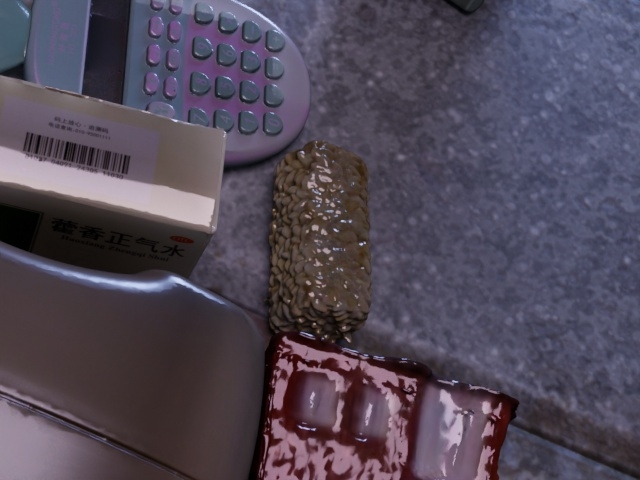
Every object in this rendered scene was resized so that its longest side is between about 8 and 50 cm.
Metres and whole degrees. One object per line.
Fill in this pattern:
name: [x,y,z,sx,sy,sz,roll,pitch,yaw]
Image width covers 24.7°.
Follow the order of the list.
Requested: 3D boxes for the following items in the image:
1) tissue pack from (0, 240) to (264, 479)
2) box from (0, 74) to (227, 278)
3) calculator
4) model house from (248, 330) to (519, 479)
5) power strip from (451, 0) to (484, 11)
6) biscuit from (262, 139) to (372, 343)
tissue pack: [-0.246,0.132,0.933,0.387,0.267,0.277,22,56,-9]
box: [-0.193,-0.032,1.093,0.212,0.168,0.095,13,59,-13]
calculator: [-0.151,-0.149,1.242,0.298,0.041,0.185,9,62,-17]
model house: [0.019,0.224,1.047,0.196,0.160,0.254,18,62,-10]
power strip: [0.153,-0.345,1.339,0.140,0.224,0.139,35,58,0]
biscuit: [0.000,0.000,1.205,0.082,0.070,0.168,15,58,-22]
